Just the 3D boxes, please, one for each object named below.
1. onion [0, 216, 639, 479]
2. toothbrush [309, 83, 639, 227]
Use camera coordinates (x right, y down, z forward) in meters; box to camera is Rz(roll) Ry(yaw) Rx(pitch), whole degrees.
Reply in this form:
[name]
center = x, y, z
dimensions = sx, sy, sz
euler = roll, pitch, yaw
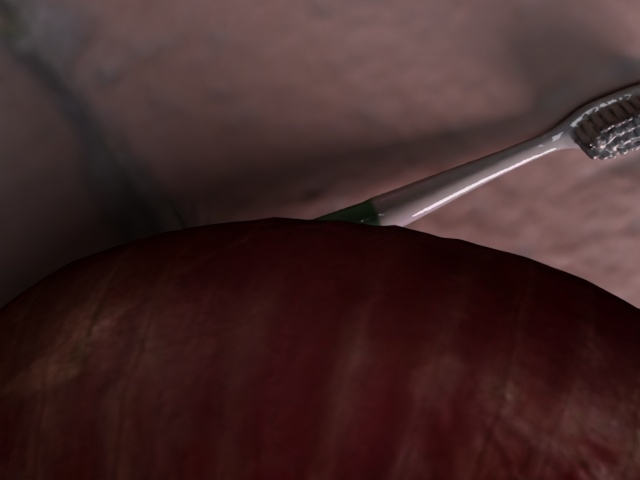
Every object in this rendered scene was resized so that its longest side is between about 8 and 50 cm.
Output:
[onion]
center = 0.010, 0.167, 0.522
dimensions = 0.353, 0.354, 0.354
euler = -4, 114, -9
[toothbrush]
center = 0.000, 0.000, 0.590
dimensions = 0.257, 0.024, 0.018
euler = -20, 115, 0
